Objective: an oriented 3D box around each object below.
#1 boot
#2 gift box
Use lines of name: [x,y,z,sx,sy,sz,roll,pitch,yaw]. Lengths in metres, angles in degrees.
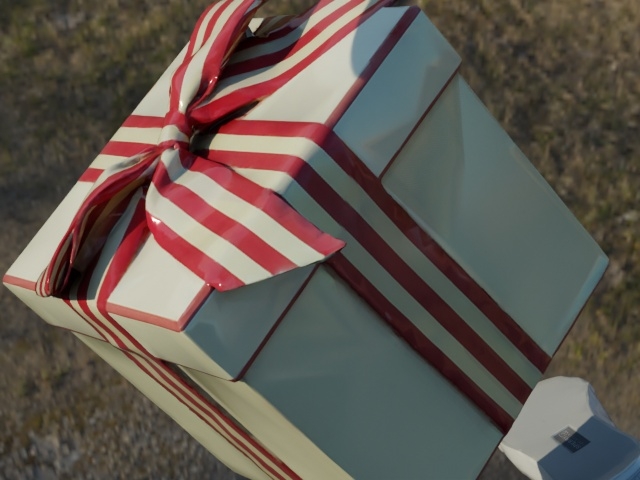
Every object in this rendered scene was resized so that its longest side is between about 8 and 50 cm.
boot: [0.215,0.197,1.087,0.095,0.123,0.258,-30,12,1]
gift box: [0.000,0.000,0.825,0.276,0.258,0.255,0,52,52]
